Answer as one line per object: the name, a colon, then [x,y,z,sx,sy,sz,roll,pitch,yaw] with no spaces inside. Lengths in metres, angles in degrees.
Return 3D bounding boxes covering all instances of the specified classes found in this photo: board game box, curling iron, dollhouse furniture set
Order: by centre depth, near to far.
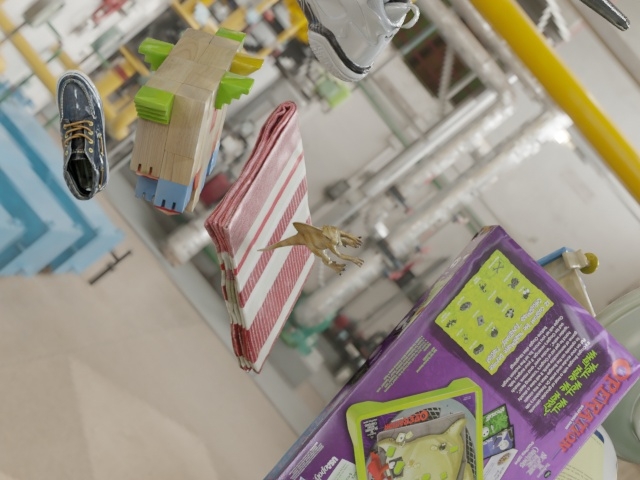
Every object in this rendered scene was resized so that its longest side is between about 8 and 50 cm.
board game box: [0.120,0.180,1.042,0.208,0.347,0.056,43,-9,-5]
curling iron: [0.324,-0.346,1.424,0.274,0.068,0.035,35,-1,-36]
dollhouse furniture set: [0.483,0.206,2.256,0.198,0.303,0.286,16,49,-50]

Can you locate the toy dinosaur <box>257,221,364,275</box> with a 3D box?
toy dinosaur: [0.000,0.000,1.378,0.093,0.053,0.183,29,-18,-23]

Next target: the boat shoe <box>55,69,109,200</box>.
boat shoe: [-0.341,-0.150,1.598,0.083,0.065,0.183,-93,173,-74]

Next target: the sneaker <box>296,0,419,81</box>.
sneaker: [0.029,-0.485,2.010,0.137,0.210,0.365,-25,82,-51]

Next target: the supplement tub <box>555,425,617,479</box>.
supplement tub: [0.278,0.390,1.509,0.235,0.235,0.325,50,31,-18]

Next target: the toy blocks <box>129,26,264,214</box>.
toy blocks: [-0.226,-0.172,1.827,0.191,0.261,0.381,16,28,0]

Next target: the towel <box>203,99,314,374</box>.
towel: [-0.073,0.003,1.530,0.037,0.237,0.329,15,-38,17]

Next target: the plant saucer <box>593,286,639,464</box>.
plant saucer: [0.549,0.219,1.599,0.400,0.400,0.100,49,24,-30]
